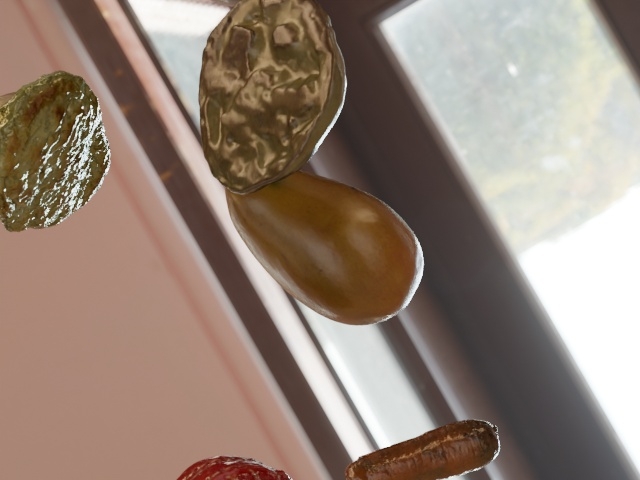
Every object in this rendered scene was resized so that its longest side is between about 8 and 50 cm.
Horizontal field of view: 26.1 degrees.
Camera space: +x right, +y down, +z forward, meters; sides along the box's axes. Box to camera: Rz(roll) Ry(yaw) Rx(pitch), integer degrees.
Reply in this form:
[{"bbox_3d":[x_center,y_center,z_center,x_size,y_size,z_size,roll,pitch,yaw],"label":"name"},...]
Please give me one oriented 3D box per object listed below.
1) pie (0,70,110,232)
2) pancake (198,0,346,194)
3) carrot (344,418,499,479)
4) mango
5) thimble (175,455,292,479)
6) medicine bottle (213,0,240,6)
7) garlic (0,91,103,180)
[{"bbox_3d":[-0.369,-0.110,1.808,0.201,0.090,0.248,-48,156,-26],"label":"pie"},{"bbox_3d":[-0.071,-0.200,1.826,0.049,0.294,0.294,12,149,-41],"label":"pancake"},{"bbox_3d":[0.113,0.244,1.547,0.186,0.060,0.060,-13,175,-16],"label":"carrot"},{"bbox_3d":[0.000,0.000,1.991,0.173,0.317,0.211,-51,165,-24],"label":"mango"},{"bbox_3d":[-0.114,0.381,1.892,0.190,0.163,0.125,-7,-174,-31],"label":"thimble"},{"bbox_3d":[-0.223,-0.499,2.417,0.135,0.215,0.135,17,90,-88],"label":"medicine bottle"},{"bbox_3d":[-0.402,-0.147,1.975,0.207,0.128,0.115,9,-179,-15],"label":"garlic"}]
